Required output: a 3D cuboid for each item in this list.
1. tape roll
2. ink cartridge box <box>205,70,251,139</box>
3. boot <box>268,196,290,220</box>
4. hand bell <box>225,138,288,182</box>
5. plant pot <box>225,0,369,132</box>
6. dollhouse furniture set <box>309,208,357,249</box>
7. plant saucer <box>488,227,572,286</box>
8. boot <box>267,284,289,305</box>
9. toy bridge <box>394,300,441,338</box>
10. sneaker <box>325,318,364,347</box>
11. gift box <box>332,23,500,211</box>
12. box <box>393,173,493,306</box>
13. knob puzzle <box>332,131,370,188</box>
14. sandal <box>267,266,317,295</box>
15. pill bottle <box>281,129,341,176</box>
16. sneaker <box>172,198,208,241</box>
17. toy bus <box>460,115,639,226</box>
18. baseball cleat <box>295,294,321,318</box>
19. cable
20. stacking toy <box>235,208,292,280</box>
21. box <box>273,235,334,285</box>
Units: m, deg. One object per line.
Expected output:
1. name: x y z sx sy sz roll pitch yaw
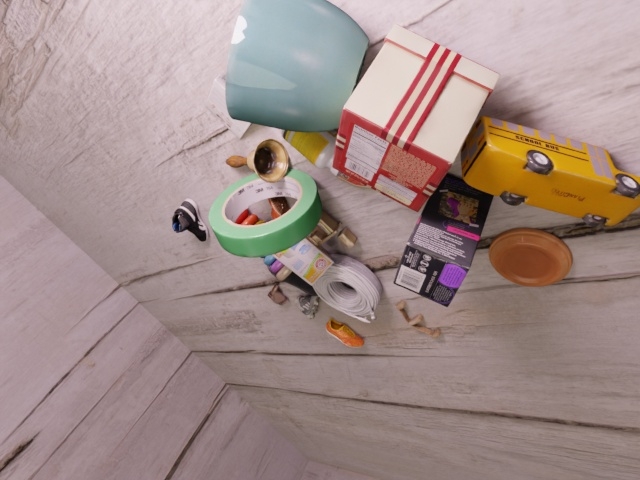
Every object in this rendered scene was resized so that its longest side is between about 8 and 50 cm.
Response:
1. tape roll: -0.158 -0.088 1.256 0.321 0.321 0.077 10 137 28
2. ink cartridge box: -0.253 -0.382 1.254 0.145 0.045 0.179 43 160 -12
3. boot: -0.145 -0.102 1.455 0.084 0.059 0.158 4 135 40
4. hand bell: -0.220 -0.244 1.341 0.242 0.126 0.126 10 139 47
5. plant pot: -0.035 -0.361 0.912 0.235 0.293 0.293 19 142 -1
6. dollhouse furniture set: 0.000 0.000 1.352 0.182 0.161 0.101 43 127 -11
7. plant saucer: 0.539 0.054 1.131 0.199 0.037 0.200 21 141 18
8. boot: -0.175 0.236 1.867 0.087 0.042 0.118 32 145 -7
9. toy bridge: 0.336 0.282 1.542 0.188 0.026 0.063 39 144 -5
10. sneaker: 0.102 0.387 1.804 0.175 0.064 0.067 27 133 5
11. gift box: 0.174 -0.246 0.902 0.255 0.258 0.276 31 163 1
12. box: 0.298 -0.008 1.047 0.143 0.270 0.165 24 142 13
13. knob puzzle: 0.095 -0.208 1.179 0.213 0.030 0.213 20 141 17
14. sandal: -0.104 0.130 1.656 0.254 0.097 0.054 37 170 -3
15. pill bottle: -0.004 -0.251 1.123 0.184 0.103 0.103 42 143 6
16. sneaker: -0.531 -0.052 1.741 0.079 0.121 0.217 15 139 25
17. toy bus: 0.456 -0.134 0.861 0.332 0.130 0.108 13 142 -5
18. baseball cleat: -0.053 0.246 1.757 0.109 0.072 0.206 32 140 14
19. cable: 0.093 0.160 1.539 0.257 0.089 0.257 18 139 22
20. stacking toy: -0.209 -0.016 1.555 0.330 0.141 0.141 44 142 -1
21. box: -0.071 0.035 1.420 0.203 0.114 0.103 40 -173 -24
